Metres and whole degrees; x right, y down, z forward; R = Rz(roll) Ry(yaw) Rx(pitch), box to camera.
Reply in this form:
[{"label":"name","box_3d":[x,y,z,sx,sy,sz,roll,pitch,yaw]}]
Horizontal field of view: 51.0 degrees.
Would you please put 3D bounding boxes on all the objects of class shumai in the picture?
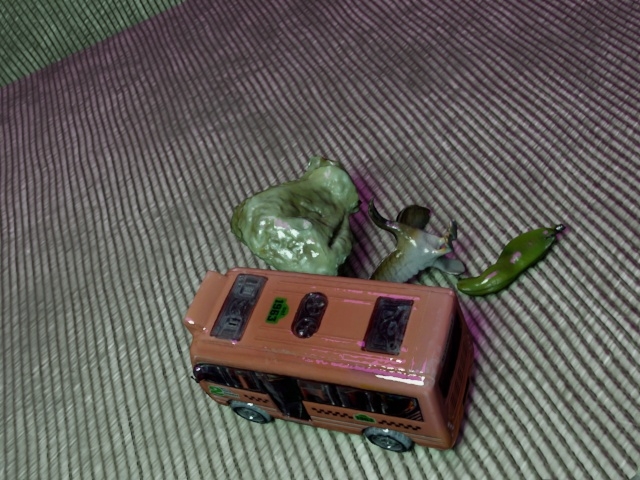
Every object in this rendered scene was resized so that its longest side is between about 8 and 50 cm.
[{"label":"shumai","box_3d":[-0.022,-0.043,1.180,0.222,0.225,0.260,-56,18,5]}]

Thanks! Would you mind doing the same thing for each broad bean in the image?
[{"label":"broad bean","box_3d":[0.334,0.034,1.164,0.214,0.048,0.070,-30,34,-3]}]

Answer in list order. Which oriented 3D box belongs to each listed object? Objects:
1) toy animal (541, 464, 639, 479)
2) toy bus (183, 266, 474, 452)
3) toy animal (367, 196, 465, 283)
[{"label":"toy animal","box_3d":[0.404,0.330,0.828,0.155,0.095,0.219,-20,31,-13]},{"label":"toy bus","box_3d":[0.006,0.171,1.041,0.427,0.233,0.203,4,52,24]},{"label":"toy animal","box_3d":[0.162,-0.009,1.174,0.160,0.197,0.272,2,44,30]}]
